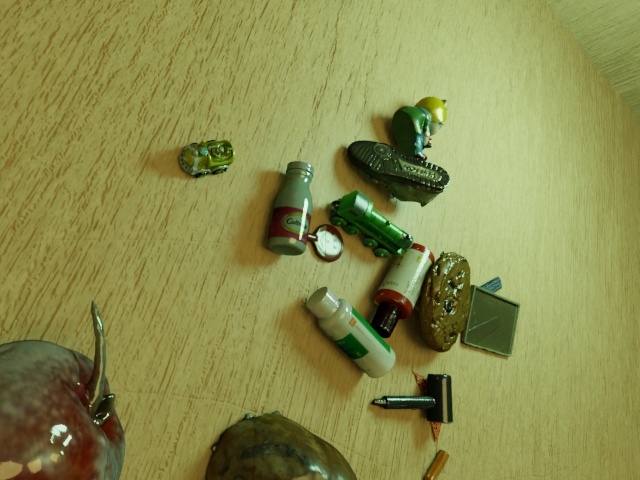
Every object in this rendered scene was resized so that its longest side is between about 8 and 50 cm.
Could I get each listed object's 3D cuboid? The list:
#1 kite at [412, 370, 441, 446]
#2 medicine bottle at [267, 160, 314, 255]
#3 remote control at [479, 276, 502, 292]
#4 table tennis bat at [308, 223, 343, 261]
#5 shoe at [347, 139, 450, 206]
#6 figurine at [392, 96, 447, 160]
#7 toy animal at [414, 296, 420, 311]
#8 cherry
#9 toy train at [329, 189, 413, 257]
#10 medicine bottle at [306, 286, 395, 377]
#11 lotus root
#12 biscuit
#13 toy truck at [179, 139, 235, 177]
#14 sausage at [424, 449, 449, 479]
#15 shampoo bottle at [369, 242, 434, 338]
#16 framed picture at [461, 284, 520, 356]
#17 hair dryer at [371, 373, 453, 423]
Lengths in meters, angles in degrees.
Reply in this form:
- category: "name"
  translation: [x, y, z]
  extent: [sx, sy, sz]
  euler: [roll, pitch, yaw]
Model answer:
- category: "kite"
  translation: [0.336, 0.455, 1.273]
  extent: [0.125, 0.008, 0.222]
  euler: [-18, 90, -40]
- category: "medicine bottle"
  translation: [-0.064, -0.077, 1.043]
  extent: [0.091, 0.091, 0.216]
  euler: [21, 67, -32]
- category: "remote control"
  translation: [0.572, 0.161, 1.506]
  extent: [0.153, 0.027, 0.043]
  euler: [-14, 84, -39]
- category: "table tennis bat"
  translation: [0.000, 0.000, 1.122]
  extent: [0.155, 0.019, 0.097]
  euler: [17, 70, -36]
- category: "shoe"
  translation: [0.205, -0.175, 1.261]
  extent: [0.293, 0.149, 0.109]
  euler: [20, 59, 3]
- category: "figurine"
  translation: [0.326, -0.350, 1.387]
  extent: [0.234, 0.128, 0.185]
  euler: [-29, 102, -48]
- category: "toy animal"
  translation: [0.281, 0.172, 1.275]
  extent: [0.083, 0.060, 0.081]
  euler: [27, 28, -30]
- category: "cherry"
  translation: [-0.420, 0.284, 0.570]
  extent: [0.326, 0.335, 0.291]
  euler: [-59, 129, -78]
- category: "toy train"
  translation: [0.138, -0.038, 1.169]
  extent: [0.251, 0.119, 0.084]
  euler: [32, 61, -26]
- category: "medicine bottle"
  translation: [0.074, 0.222, 1.075]
  extent: [0.260, 0.095, 0.095]
  euler: [50, 55, -18]
- category: "lotus root"
  translation: [-0.077, 0.501, 0.829]
  extent: [0.317, 0.250, 0.315]
  euler: [3, 82, -27]
- category: "biscuit"
  translation: [0.367, 0.177, 1.260]
  extent: [0.296, 0.075, 0.295]
  euler: [-12, 106, -49]
- category: "toy truck"
  translation: [-0.240, -0.180, 0.943]
  extent: [0.111, 0.077, 0.076]
  euler: [-19, 91, -38]
- category: "sausage"
  translation: [0.312, 0.620, 1.199]
  extent: [0.107, 0.031, 0.031]
  euler: [-41, 104, -36]
- category: "shampoo bottle"
  translation: [0.213, 0.136, 1.191]
  extent: [0.104, 0.104, 0.278]
  euler: [46, 56, -19]
- category: "framed picture"
  translation: [0.567, 0.270, 1.462]
  extent: [0.266, 0.018, 0.192]
  euler: [22, 76, -32]
- category: "hair dryer"
  translation: [0.247, 0.414, 1.177]
  extent: [0.256, 0.070, 0.128]
  euler: [12, 73, -26]
